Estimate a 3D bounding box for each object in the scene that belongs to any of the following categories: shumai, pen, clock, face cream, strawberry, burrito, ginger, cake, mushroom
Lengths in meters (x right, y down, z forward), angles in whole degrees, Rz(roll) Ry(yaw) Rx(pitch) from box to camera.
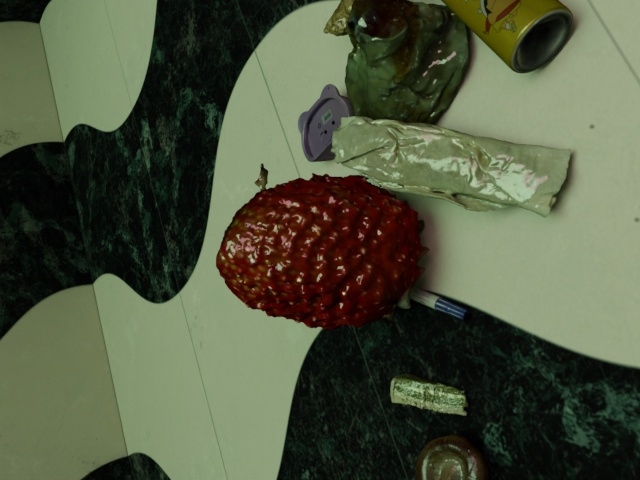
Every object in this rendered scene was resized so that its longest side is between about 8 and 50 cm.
[{"bbox_3d":[0.092,-0.292,1.013,0.272,0.203,0.222,-56,50,41],"label":"shumai"},{"bbox_3d":[0.175,0.097,1.066,0.204,0.025,0.025,22,108,47],"label":"pen"},{"bbox_3d":[0.020,-0.231,1.219,0.152,0.050,0.110,-40,62,44],"label":"clock"},{"bbox_3d":[0.223,-0.395,0.919,0.105,0.105,0.349,-56,51,36],"label":"face cream"},{"bbox_3d":[0.000,-0.002,1.016,0.292,0.343,0.292,-27,50,37],"label":"strawberry"},{"bbox_3d":[0.179,-0.120,0.952,0.392,0.076,0.117,17,92,32],"label":"burrito"},{"bbox_3d":[0.080,-0.415,1.059,0.059,0.133,0.214,52,172,-11],"label":"ginger"},{"bbox_3d":[0.192,0.264,1.052,0.140,0.055,0.051,4,94,33],"label":"cake"},{"bbox_3d":[0.161,0.431,0.943,0.148,0.217,0.227,-16,80,49],"label":"mushroom"}]
